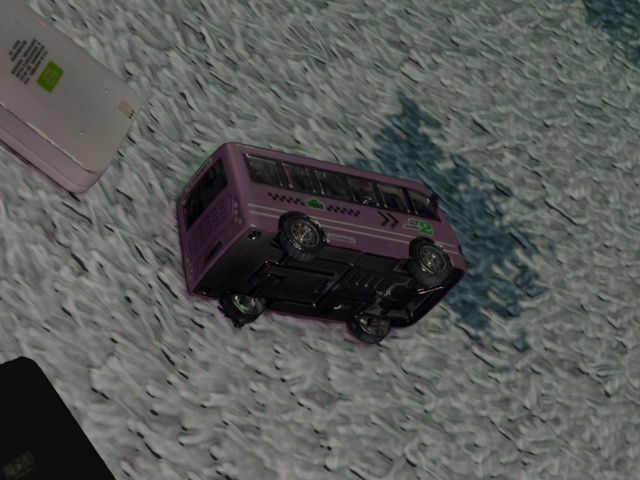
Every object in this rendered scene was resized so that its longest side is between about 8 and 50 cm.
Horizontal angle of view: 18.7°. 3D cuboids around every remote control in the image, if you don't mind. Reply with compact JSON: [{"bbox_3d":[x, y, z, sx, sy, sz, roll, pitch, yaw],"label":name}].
[{"bbox_3d":[-0.238,-0.138,1.323,0.250,0.034,0.103,37,41,-14],"label":"remote control"}]

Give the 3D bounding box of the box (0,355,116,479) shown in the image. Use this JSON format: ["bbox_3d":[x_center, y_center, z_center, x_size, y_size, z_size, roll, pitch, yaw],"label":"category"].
[{"bbox_3d":[-0.186,0.142,1.160,0.125,0.027,0.126,55,38,3],"label":"box"}]

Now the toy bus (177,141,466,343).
[{"bbox_3d":[0.000,0.000,1.391,0.199,0.096,0.108,11,48,-34],"label":"toy bus"}]
